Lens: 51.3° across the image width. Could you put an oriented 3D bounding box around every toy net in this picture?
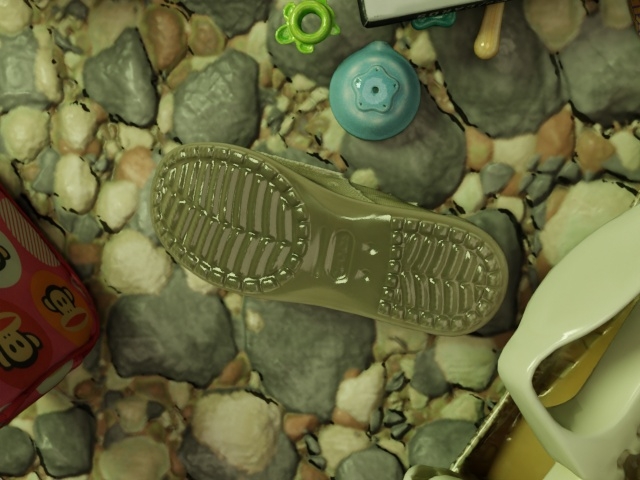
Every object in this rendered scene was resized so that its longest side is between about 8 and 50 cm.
[{"bbox_3d":[0.088,-0.176,0.468,0.232,0.045,0.122,-36,92,7],"label":"toy net"}]

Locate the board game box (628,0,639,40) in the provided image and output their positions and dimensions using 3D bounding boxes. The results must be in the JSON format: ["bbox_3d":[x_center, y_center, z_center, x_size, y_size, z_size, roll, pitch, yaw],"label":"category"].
[{"bbox_3d":[0.252,-0.247,0.446,0.124,0.039,0.259,-20,99,7],"label":"board game box"}]

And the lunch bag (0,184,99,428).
[{"bbox_3d":[-0.294,0.029,0.405,0.120,0.293,0.258,-36,95,14],"label":"lunch bag"}]

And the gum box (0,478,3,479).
[{"bbox_3d":[-0.340,0.223,0.553,0.188,0.062,0.107,43,100,-3],"label":"gum box"}]

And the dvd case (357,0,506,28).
[{"bbox_3d":[0.093,-0.269,0.409,0.179,0.029,0.239,-11,99,1],"label":"dvd case"}]

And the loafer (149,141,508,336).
[{"bbox_3d":[0.000,0.000,0.480,0.268,0.092,0.102,20,96,18],"label":"loafer"}]

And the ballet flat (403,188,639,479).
[{"bbox_3d":[0.156,0.123,0.417,0.182,0.164,0.483,30,91,-38],"label":"ballet flat"}]
